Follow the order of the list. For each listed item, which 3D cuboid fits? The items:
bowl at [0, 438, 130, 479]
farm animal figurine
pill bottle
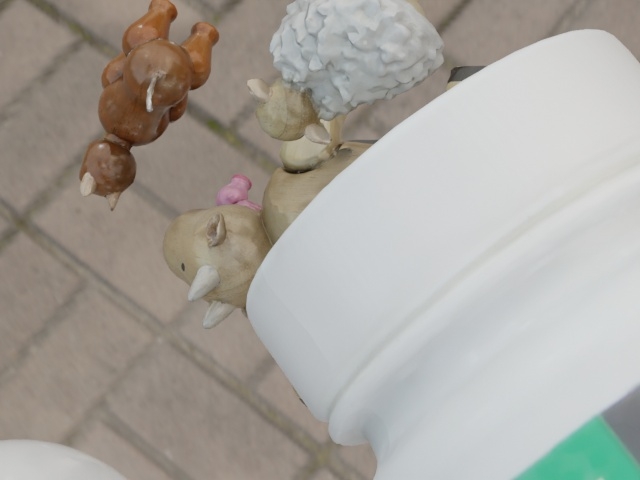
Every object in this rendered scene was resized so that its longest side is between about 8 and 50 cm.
[{"bbox_3d":[-0.110,0.216,0.861,0.134,0.298,0.298,-25,64,16],"label":"bowl"},{"bbox_3d":[0.000,0.000,1.123,0.327,0.330,0.172,-13,43,39],"label":"farm animal figurine"},{"bbox_3d":[0.144,0.117,0.600,0.204,0.204,0.361,-34,75,-10],"label":"pill bottle"}]
